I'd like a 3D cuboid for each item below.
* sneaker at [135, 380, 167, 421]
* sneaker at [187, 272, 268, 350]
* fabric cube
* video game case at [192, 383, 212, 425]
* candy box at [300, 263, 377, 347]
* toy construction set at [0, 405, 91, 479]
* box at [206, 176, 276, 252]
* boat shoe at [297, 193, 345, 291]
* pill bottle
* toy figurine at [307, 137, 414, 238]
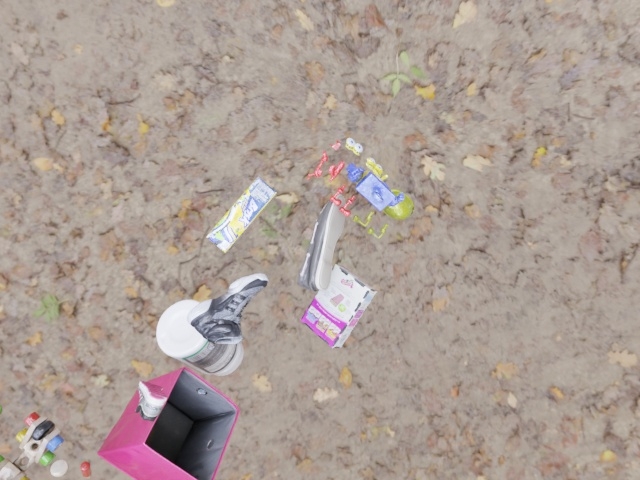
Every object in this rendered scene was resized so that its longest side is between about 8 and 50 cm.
[{"bbox_3d":[-0.433,0.404,1.212,0.063,0.170,0.075,26,78,-26],"label":"sneaker"},{"bbox_3d":[-0.248,0.218,1.443,0.268,0.101,0.153,-30,70,-17],"label":"sneaker"},{"bbox_3d":[-0.452,0.582,1.473,0.258,0.259,0.254,-27,118,35],"label":"fabric cube"},{"bbox_3d":[-0.446,0.642,1.691,0.193,0.212,0.023,-36,132,17],"label":"video game case"},{"bbox_3d":[0.060,0.220,1.625,0.159,0.071,0.233,37,99,29],"label":"candy box"},{"bbox_3d":[-0.776,0.618,1.295,0.308,0.257,0.237,16,141,-9],"label":"toy construction set"},{"bbox_3d":[-0.167,-0.053,1.033,0.054,0.059,0.169,41,86,-3],"label":"box"},{"bbox_3d":[0.000,0.000,1.561,0.095,0.112,0.335,3,69,28],"label":"boat shoe"},{"bbox_3d":[-0.424,0.371,1.768,0.204,0.361,0.204,-6,61,11],"label":"pill bottle"},{"bbox_3d":[0.149,-0.123,1.443,0.191,0.217,0.362,-45,112,8],"label":"toy figurine"}]
